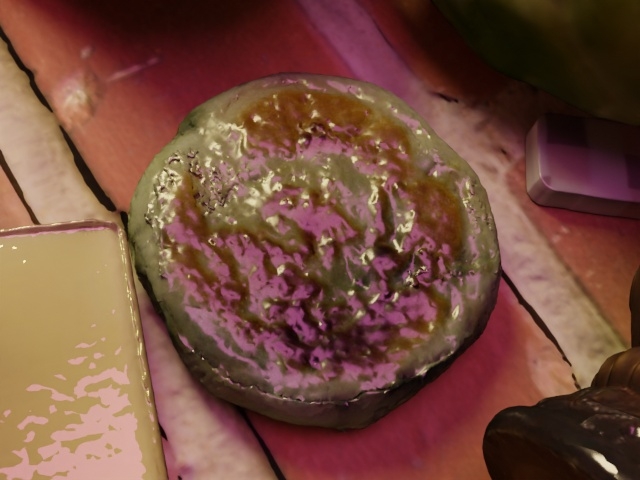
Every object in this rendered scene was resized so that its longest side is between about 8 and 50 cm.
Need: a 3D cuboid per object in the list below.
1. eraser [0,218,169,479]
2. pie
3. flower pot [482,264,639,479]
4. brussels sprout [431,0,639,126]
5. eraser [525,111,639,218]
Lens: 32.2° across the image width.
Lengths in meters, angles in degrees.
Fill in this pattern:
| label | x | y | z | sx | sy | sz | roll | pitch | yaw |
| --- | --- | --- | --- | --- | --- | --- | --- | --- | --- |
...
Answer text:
| label | x | y | z | sx | sy | sz | roll | pitch | yaw |
| --- | --- | --- | --- | --- | --- | --- | --- | --- | --- |
| eraser | -0.152 | 0.079 | 0.599 | 0.117 | 0.058 | 0.172 | -7 | 65 | -17 |
| pie | 0.000 | 0.000 | 0.681 | 0.240 | 0.054 | 0.240 | 5 | 64 | -10 |
| flower pot | 0.246 | 0.093 | 0.586 | 0.267 | 0.266 | 0.266 | -38 | 77 | -15 |
| brussels sprout | 0.223 | -0.277 | 0.725 | 0.361 | 0.342 | 0.425 | -7 | 92 | 25 |
| eraser | 0.196 | -0.051 | 0.770 | 0.105 | 0.026 | 0.065 | 8 | 64 | -9 |
